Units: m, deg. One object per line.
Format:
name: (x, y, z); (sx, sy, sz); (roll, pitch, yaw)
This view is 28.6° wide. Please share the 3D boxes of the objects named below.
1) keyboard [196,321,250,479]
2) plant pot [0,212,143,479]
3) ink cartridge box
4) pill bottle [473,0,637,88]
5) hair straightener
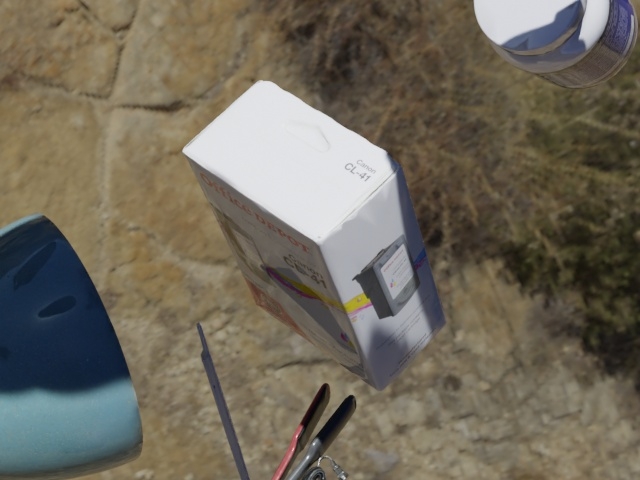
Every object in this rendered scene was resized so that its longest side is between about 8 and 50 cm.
keyboard: (-0.126, 0.223, 1.656); (0.072, 0.014, 0.256); (-105, -178, -53)
plant pot: (-0.341, 0.138, 1.327); (0.195, 0.290, 0.290); (-22, 85, -24)
ink cartridge box: (0.000, 0.000, 1.402); (0.131, 0.226, 0.306); (-45, 144, -16)
pill bottle: (0.284, -0.271, 1.517); (0.265, 0.153, 0.153); (0, 69, -65)
hair straightener: (-0.010, 0.290, 1.616); (0.230, 0.089, 0.047); (-55, 153, -34)
